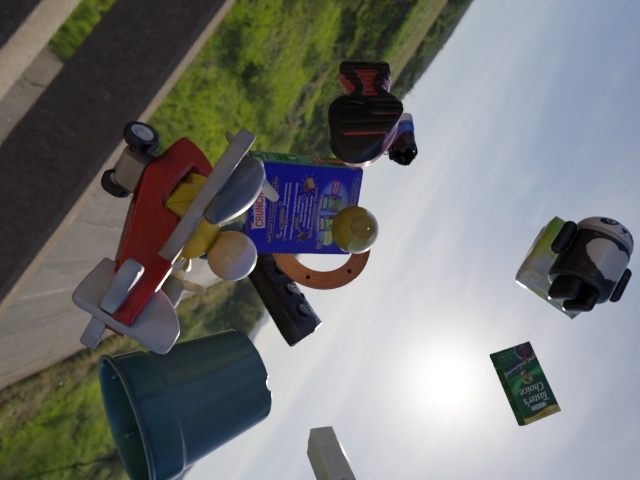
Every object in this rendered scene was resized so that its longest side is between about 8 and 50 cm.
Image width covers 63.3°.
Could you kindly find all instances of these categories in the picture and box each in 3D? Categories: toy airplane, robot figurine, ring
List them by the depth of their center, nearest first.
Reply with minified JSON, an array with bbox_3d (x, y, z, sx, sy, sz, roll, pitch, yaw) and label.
[{"bbox_3d":[-0.224,0.012,0.832,0.386,0.272,0.385,11,-99,62],"label":"toy airplane"},{"bbox_3d":[0.744,0.064,1.435,0.278,0.173,0.209,-54,136,-16],"label":"robot figurine"},{"bbox_3d":[0.000,0.000,1.682,0.337,0.336,0.032,-60,180,-26],"label":"ring"}]

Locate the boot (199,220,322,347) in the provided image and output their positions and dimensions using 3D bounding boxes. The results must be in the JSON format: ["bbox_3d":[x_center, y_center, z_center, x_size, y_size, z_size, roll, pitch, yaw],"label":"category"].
[{"bbox_3d":[-0.195,0.156,1.714,0.146,0.446,0.367,-30,176,29],"label":"boot"}]

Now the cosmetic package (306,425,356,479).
[{"bbox_3d":[0.032,0.708,1.627,0.231,0.085,0.118,-123,-144,-57],"label":"cosmetic package"}]

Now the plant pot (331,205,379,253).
[{"bbox_3d":[0.103,-0.032,1.406,0.134,0.134,0.095,-59,-175,-7],"label":"plant pot"}]

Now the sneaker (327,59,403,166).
[{"bbox_3d":[0.078,-0.194,0.886,0.314,0.115,0.136,-80,171,-49],"label":"sneaker"}]

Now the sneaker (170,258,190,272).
[{"bbox_3d":[-0.495,-0.021,1.665,0.112,0.130,0.297,100,-23,-44],"label":"sneaker"}]

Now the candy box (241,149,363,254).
[{"bbox_3d":[-0.060,-0.104,1.494,0.122,0.316,0.269,-125,-139,-63],"label":"candy box"}]

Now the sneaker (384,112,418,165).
[{"bbox_3d":[0.147,-0.179,1.021,0.152,0.058,0.085,133,-49,-70],"label":"sneaker"}]

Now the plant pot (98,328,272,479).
[{"bbox_3d":[-0.323,0.387,1.280,0.333,0.341,0.341,-16,154,-35],"label":"plant pot"}]

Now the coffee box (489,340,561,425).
[{"bbox_3d":[0.513,0.357,1.304,0.113,0.184,0.040,-12,162,-17],"label":"coffee box"}]

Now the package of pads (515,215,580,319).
[{"bbox_3d":[0.800,0.078,1.719,0.296,0.229,0.101,-48,168,-33],"label":"package of pads"}]
